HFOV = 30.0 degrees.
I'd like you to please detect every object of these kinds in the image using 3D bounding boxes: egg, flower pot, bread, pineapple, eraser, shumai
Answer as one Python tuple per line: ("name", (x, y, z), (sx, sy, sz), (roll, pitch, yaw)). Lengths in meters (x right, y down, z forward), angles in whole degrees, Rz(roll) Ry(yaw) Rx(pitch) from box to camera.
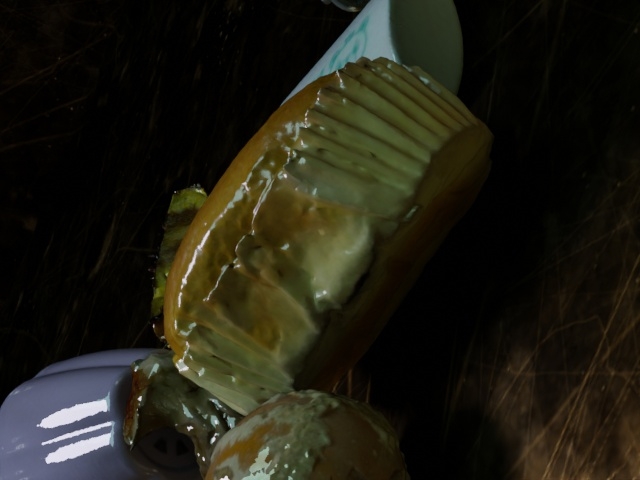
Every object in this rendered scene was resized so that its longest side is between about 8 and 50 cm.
("egg", (-0.018, 0.245, 1.104), (0.233, 0.195, 0.195), (-59, 26, 19))
("flower pot", (-0.255, 0.260, 1.576), (0.243, 0.265, 0.265), (-25, 51, 42))
("bread", (-0.005, 0.000, 1.157), (0.183, 0.236, 0.388), (41, 112, 18))
("pineapple", (-0.131, 0.047, 1.603), (0.334, 0.158, 0.161), (-102, -5, -59))
("eraser", (0.044, -0.152, 1.359), (0.290, 0.104, 0.189), (-44, 32, 47))
("shumai", (-0.142, 0.198, 1.431), (0.166, 0.176, 0.205), (-58, 31, 31))

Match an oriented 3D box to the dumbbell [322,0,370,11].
("dumbbell", (0.063, -0.335, 1.469), (0.254, 0.082, 0.081), (-14, 61, 64))
